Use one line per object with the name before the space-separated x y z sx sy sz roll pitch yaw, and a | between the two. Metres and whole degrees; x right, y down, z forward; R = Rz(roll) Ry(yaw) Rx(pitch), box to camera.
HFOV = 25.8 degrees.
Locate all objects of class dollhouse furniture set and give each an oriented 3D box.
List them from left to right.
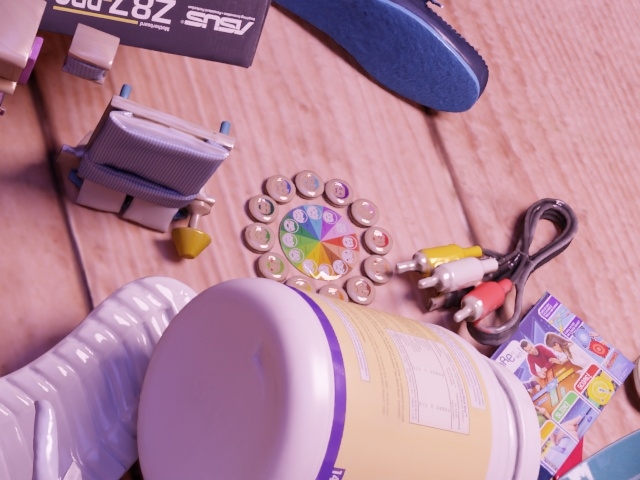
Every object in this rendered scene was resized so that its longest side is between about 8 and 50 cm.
dollhouse furniture set | -0.221 -0.053 1.357 0.303 0.286 0.198 19 68 -16

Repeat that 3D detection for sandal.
sandal | -0.262 0.188 1.299 0.416 0.102 0.169 -34 96 -32

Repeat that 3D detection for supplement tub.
supplement tub | 0.024 0.179 1.305 0.331 0.241 0.241 17 53 -40

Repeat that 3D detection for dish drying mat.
dish drying mat | 0.281 0.237 1.577 0.032 0.008 0.083 20 55 -13

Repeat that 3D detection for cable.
cable | 0.226 0.026 1.629 0.287 0.072 0.139 -28 58 -33

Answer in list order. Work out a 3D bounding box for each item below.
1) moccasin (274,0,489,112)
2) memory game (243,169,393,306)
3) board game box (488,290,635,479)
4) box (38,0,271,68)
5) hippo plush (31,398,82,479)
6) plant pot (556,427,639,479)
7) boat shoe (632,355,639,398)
moccasin | 0.073 -0.297 1.724 0.342 0.138 0.117 38 48 -1
memory game | 0.000 0.000 1.586 0.186 0.012 0.186 12 56 -19
board game box | 0.253 0.164 1.584 0.136 0.035 0.201 41 53 8
box | -0.248 -0.317 1.491 0.318 0.097 0.395 10 25 -22
hippo plush | -0.240 0.341 1.103 0.236 0.294 0.234 -27 30 -10
plant pot | 0.385 0.338 1.420 0.271 0.271 0.255 -31 91 -35
boat shoe | 0.516 0.181 1.664 0.302 0.098 0.109 17 55 -15
